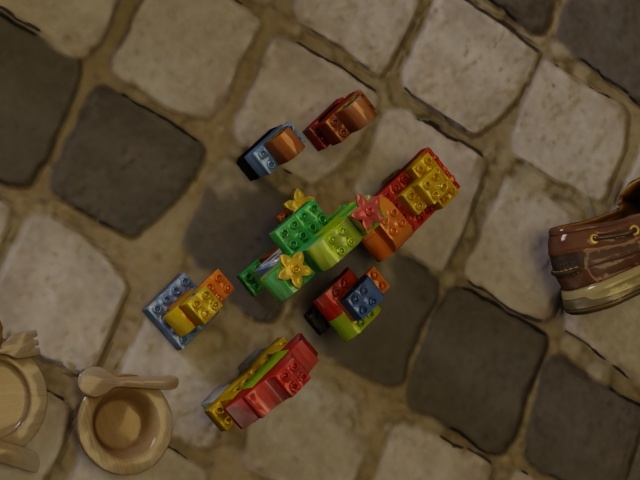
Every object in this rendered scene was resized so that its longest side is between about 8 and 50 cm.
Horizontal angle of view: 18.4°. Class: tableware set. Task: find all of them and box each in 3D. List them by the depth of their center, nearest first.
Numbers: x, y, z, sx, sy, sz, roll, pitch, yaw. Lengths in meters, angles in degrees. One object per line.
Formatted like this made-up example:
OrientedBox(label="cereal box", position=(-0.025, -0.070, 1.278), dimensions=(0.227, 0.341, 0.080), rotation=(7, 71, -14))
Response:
OrientedBox(label="tableware set", position=(-0.144, 0.133, 1.059), dimensions=(0.141, 0.020, 0.169), rotation=(7, 80, -24))

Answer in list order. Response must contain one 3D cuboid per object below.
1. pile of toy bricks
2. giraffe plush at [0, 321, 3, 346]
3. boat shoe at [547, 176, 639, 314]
OrientedBox(label="pile of toy bricks", position=(0.000, 0.000, 1.098), dimensions=(0.212, 0.105, 0.118), rotation=(-45, 102, -24))
OrientedBox(label="giraffe plush", position=(-0.272, 0.009, 0.941), dimensions=(0.210, 0.181, 0.170), rotation=(-11, 75, -43))
OrientedBox(label="boat shoe", position=(0.217, -0.015, 1.227), dimensions=(0.178, 0.064, 0.060), rotation=(-26, 96, -24))
